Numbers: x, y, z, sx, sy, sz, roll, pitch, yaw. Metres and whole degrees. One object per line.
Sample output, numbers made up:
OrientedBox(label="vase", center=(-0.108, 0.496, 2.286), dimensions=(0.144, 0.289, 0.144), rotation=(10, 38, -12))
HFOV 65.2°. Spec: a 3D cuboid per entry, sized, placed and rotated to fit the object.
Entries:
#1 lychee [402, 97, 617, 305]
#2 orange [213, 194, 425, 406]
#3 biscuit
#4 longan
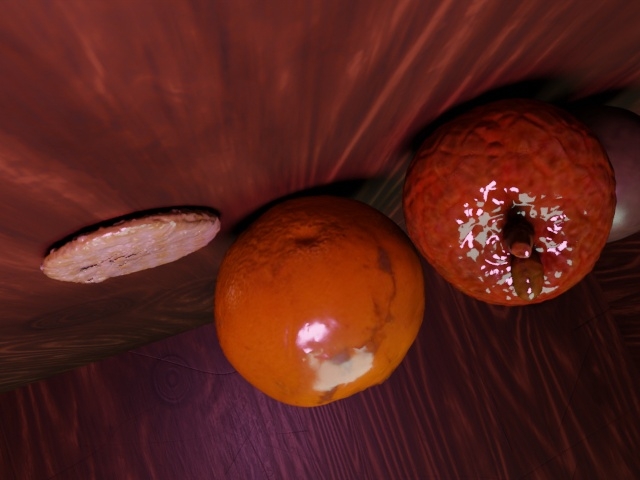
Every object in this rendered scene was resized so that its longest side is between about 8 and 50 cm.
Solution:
OrientedBox(label="lychee", center=(0.223, -0.043, 0.598), dimensions=(0.256, 0.255, 0.300), rotation=(-20, -154, 5))
OrientedBox(label="orange", center=(-0.001, 0.083, 0.731), dimensions=(0.313, 0.311, 0.312), rotation=(-19, 171, -3))
OrientedBox(label="biscuit", center=(-0.232, 0.010, 0.635), dimensions=(0.220, 0.033, 0.220), rotation=(-20, 171, -3))
OrientedBox(label="longan", center=(0.396, -0.090, 0.763), dimensions=(0.246, 0.215, 0.246), rotation=(-26, 157, -12))
